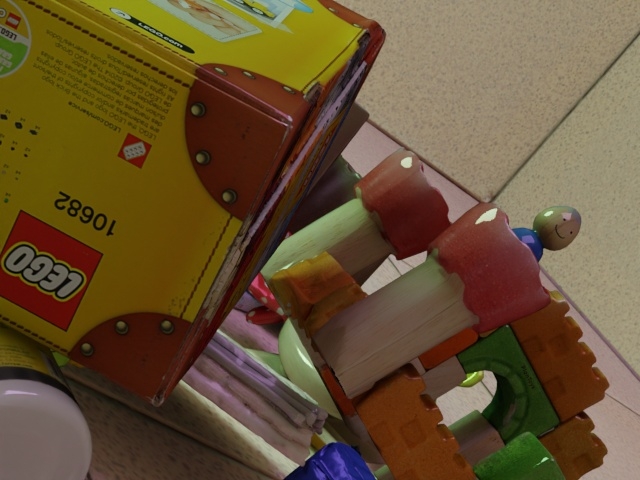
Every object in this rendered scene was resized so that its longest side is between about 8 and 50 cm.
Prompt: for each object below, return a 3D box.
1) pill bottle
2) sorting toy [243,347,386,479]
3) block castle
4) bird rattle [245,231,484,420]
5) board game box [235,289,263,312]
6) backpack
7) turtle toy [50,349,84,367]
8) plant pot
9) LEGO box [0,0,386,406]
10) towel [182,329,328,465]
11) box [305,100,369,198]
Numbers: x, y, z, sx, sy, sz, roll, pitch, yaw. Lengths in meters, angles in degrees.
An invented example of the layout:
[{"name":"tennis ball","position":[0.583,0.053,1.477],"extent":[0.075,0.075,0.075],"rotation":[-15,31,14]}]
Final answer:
[{"name":"pill bottle","position":[-0.225,0.076,1.009],"extent":[0.119,0.119,0.208],"rotation":[31,14,-42]},{"name":"sorting toy","position":[0.022,0.184,1.659],"extent":[0.208,0.038,0.193],"rotation":[41,10,25]},{"name":"block castle","position":[0.156,0.160,1.298],"extent":[0.453,0.212,0.303],"rotation":[60,-5,-18]},{"name":"bird rattle","position":[0.036,0.101,1.637],"extent":[0.253,0.143,0.207],"rotation":[32,26,-8]},{"name":"board game box","position":[-0.096,0.045,1.826],"extent":[0.090,0.020,0.090],"rotation":[48,13,33]},{"name":"backpack","position":[0.010,0.229,1.277],"extent":[0.120,0.098,0.101],"rotation":[53,12,15]},{"name":"turtle toy","position":[-0.226,0.057,1.214],"extent":[0.095,0.066,0.130],"rotation":[36,10,-46]},{"name":"plant pot","position":[0.000,0.000,1.866],"extent":[0.167,0.165,0.167],"rotation":[47,2,-2]},{"name":"LEGO box","position":[-0.237,-0.147,1.087],"extent":[0.500,0.193,0.372],"rotation":[28,18,2]},{"name":"towel","position":[-0.134,0.057,1.316],"extent":[0.332,0.053,0.317],"rotation":[37,-5,1]},{"name":"box","position":[-0.095,-0.118,1.809],"extent":[0.143,0.191,0.381],"rotation":[39,-1,-14]}]
